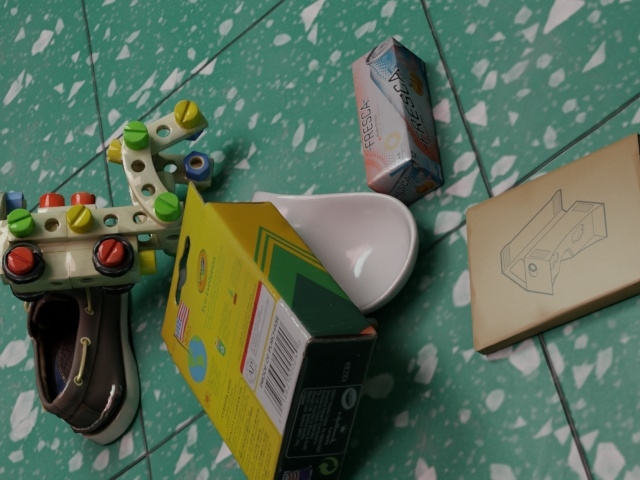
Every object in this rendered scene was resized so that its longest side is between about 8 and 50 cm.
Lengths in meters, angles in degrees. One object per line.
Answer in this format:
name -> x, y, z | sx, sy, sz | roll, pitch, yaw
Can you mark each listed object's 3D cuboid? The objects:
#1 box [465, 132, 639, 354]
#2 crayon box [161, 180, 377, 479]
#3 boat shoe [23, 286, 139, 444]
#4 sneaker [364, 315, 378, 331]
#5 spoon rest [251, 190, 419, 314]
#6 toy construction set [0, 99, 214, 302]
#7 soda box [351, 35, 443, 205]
box -> 0.226, 0.005, 1.674 | 0.201, 0.021, 0.164 | -25, 48, 33
crayon box -> -0.062, 0.096, 1.796 | 0.318, 0.081, 0.202 | 51, 135, 49
boat shoe -> -0.295, 0.096, 2.097 | 0.116, 0.097, 0.324 | -39, 42, 22
sneaker -> 0.023, 0.093, 1.817 | 0.083, 0.032, 0.037 | -31, 45, 28
spoon rest -> 0.000, 0.000, 1.865 | 0.276, 0.084, 0.137 | 20, 80, 52
toy construction set -> -0.283, -0.039, 2.062 | 0.328, 0.151, 0.215 | -11, 66, 11
soda box -> 0.081, -0.127, 1.887 | 0.063, 0.058, 0.183 | -32, 45, 28
